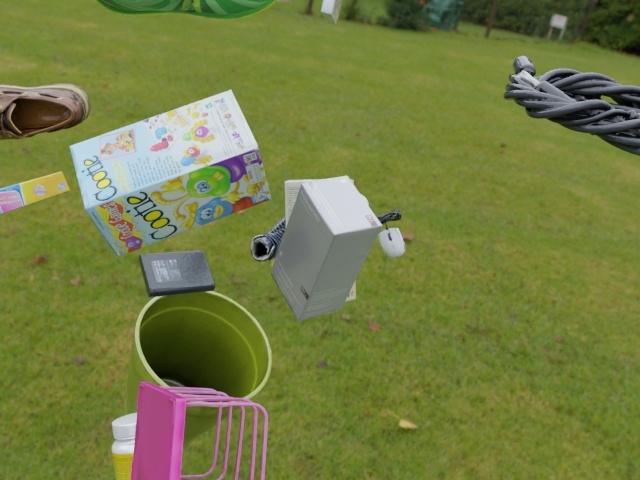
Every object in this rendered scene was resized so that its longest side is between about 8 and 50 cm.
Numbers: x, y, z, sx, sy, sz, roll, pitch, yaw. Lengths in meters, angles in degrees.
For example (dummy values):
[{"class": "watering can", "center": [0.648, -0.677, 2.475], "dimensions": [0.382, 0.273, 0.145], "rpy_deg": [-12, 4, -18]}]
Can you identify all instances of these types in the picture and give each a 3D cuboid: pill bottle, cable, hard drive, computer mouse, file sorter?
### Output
[{"class": "pill bottle", "center": [-0.415, 0.511, 1.499], "dimensions": [0.119, 0.208, 0.119], "rpy_deg": [-8, 2, 0]}, {"class": "cable", "center": [0.250, -0.111, 0.558], "dimensions": [0.184, 0.047, 0.150], "rpy_deg": [22, 24, 3]}, {"class": "hard drive", "center": [-0.287, 0.064, 1.306], "dimensions": [0.135, 0.022, 0.094], "rpy_deg": [-4, 55, -31]}, {"class": "computer mouse", "center": [0.209, -0.005, 1.918], "dimensions": [0.106, 0.193, 0.042], "rpy_deg": [-21, 42, 8]}, {"class": "file sorter", "center": [-0.235, 0.388, 1.242], "dimensions": [0.182, 0.202, 0.290], "rpy_deg": [8, -9, -27]}]

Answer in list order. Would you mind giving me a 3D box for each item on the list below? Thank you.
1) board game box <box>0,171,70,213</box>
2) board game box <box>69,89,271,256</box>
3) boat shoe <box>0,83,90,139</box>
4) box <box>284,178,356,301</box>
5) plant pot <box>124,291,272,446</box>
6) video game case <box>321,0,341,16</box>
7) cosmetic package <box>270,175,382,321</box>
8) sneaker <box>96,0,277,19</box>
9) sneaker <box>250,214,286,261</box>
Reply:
[{"class": "board game box", "center": [-0.910, -0.107, 1.848], "dimensions": [0.242, 0.064, 0.316], "rpy_deg": [-15, 12, 17]}, {"class": "board game box", "center": [-0.241, -0.110, 1.071], "dimensions": [0.275, 0.142, 0.144], "rpy_deg": [-21, 58, -8]}, {"class": "boat shoe", "center": [-0.374, -0.154, 0.786], "dimensions": [0.178, 0.064, 0.060], "rpy_deg": [-8, 26, -4]}, {"class": "box", "center": [0.000, 0.000, 1.656], "dimensions": [0.148, 0.311, 0.121], "rpy_deg": [3, 5, 36]}, {"class": "plant pot", "center": [-0.369, 0.382, 1.769], "dimensions": [0.366, 0.353, 0.366], "rpy_deg": [21, 38, -17]}, {"class": "video game case", "center": [0.042, -0.556, 1.327], "dimensions": [0.026, 0.206, 0.227], "rpy_deg": [14, 14, 0]}, {"class": "cosmetic package", "center": [0.004, 0.016, 1.130], "dimensions": [0.107, 0.238, 0.127], "rpy_deg": [-14, 52, -28]}, {"class": "sneaker", "center": [-0.173, -0.350, 0.850], "dimensions": [0.295, 0.109, 0.123], "rpy_deg": [-5, 4, 7]}, {"class": "sneaker", "center": [-0.132, -0.019, 2.070], "dimensions": [0.086, 0.226, 0.163], "rpy_deg": [43, 7, 8]}]
